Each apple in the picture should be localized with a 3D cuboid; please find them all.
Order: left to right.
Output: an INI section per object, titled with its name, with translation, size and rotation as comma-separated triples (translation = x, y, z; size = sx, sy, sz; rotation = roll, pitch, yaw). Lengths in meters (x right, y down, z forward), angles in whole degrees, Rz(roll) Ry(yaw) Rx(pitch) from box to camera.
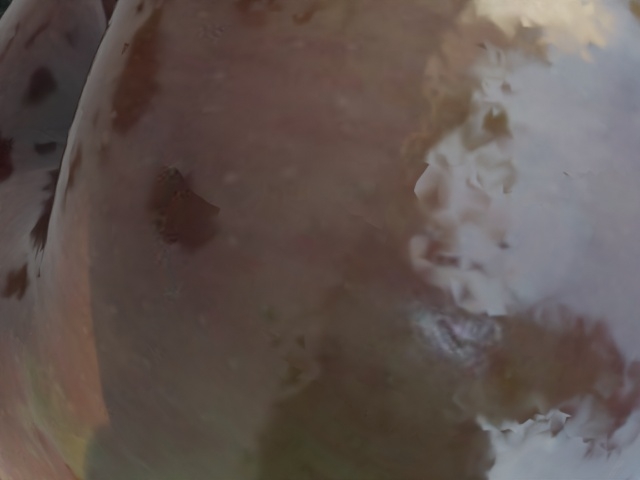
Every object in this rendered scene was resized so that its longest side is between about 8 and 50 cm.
[apple]
translation = 0.000, 0.000, 0.568
size = 0.306, 0.235, 0.305
rotation = -39, -139, 44

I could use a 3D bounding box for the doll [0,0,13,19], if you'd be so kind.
[doll]
translation = -0.186, -0.098, 1.264
size = 0.246, 0.340, 0.158
rotation = -37, 162, -5
